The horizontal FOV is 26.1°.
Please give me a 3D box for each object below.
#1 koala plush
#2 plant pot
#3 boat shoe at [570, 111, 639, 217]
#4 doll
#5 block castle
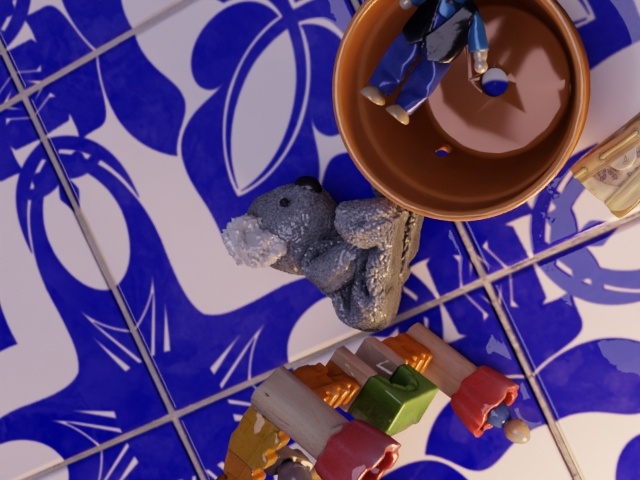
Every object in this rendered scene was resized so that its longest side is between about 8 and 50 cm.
[{"bbox_3d":[0.000,0.000,1.730,0.221,0.196,0.203,14,114,14],"label":"koala plush"},{"bbox_3d":[0.183,-0.182,1.615,0.291,0.203,0.291,4,101,20],"label":"plant pot"},{"bbox_3d":[0.404,-0.154,1.588,0.089,0.104,0.285,40,111,7],"label":"boat shoe"},{"bbox_3d":[0.127,-0.218,1.495,0.129,0.046,0.189,39,104,21],"label":"doll"},{"bbox_3d":[0.050,0.289,1.617,0.213,0.453,0.303,38,109,19],"label":"block castle"}]
